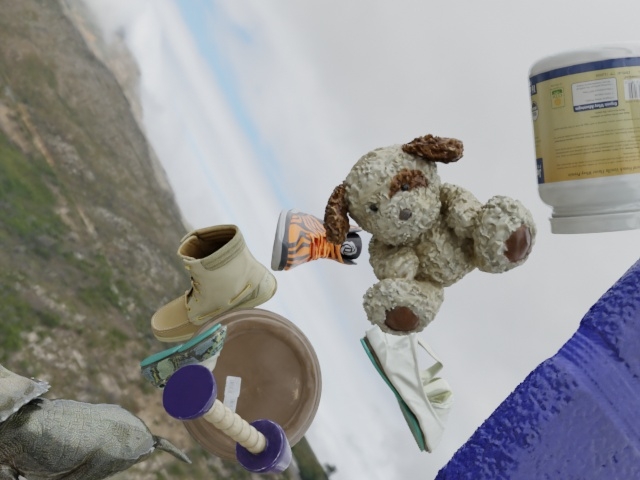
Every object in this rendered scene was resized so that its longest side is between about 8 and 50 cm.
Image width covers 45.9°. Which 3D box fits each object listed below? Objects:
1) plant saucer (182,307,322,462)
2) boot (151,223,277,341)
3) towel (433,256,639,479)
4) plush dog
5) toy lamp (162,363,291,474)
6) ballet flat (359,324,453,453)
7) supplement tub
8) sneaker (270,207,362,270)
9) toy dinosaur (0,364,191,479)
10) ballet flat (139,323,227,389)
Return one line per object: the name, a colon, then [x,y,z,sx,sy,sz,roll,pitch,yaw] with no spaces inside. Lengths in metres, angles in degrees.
plant saucer: [-0.122,0.258,1.359,0.278,0.278,0.041,62,-23,-2]
boot: [-0.233,0.081,1.418,0.203,0.262,0.095,61,8,-50]
towel: [0.272,0.178,0.723,0.227,0.308,0.076,47,-6,-21]
plush dog: [0.132,-0.034,1.053,0.225,0.262,0.210,51,13,-18]
toy lamp: [-0.110,0.248,1.002,0.080,0.080,0.274,53,-4,39]
ballet flat: [0.208,0.307,1.575,0.139,0.139,0.400,48,-11,52]
supplement tub: [0.495,-0.175,1.344,0.228,0.228,0.316,-175,-100,-78]
sneaker: [0.000,0.000,1.617,0.321,0.180,0.124,-62,163,-74]
toy dinosaur: [-0.249,0.200,0.736,0.313,0.160,0.121,31,41,-28]
ballet flat: [-0.192,0.178,1.125,0.188,0.070,0.070,-27,-88,38]
